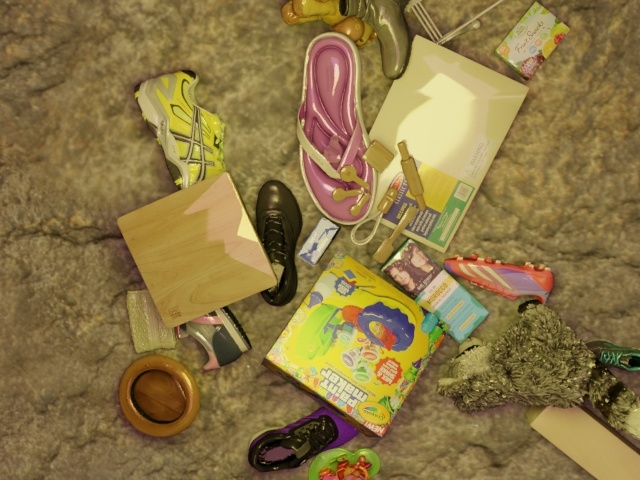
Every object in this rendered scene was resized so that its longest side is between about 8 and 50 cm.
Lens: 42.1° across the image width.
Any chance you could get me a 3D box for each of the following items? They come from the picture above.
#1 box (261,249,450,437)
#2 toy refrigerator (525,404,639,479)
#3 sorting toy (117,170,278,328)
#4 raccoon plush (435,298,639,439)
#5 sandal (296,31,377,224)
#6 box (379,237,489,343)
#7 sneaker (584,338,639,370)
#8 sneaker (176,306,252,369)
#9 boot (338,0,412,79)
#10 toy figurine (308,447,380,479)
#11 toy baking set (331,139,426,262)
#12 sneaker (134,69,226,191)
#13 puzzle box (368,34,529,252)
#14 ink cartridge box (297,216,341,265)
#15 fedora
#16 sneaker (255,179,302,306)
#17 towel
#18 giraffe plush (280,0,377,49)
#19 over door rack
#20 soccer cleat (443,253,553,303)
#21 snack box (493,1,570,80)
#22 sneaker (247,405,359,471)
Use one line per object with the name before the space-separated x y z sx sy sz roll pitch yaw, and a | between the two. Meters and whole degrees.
box | 0.070 0.226 1.788 0.290 0.177 0.279 34 76 1
toy refrigerator | 0.599 0.445 1.857 0.269 0.094 0.102 38 99 1
sorting toy | -0.251 0.016 1.751 0.257 0.089 0.255 -23 97 8
raccoon plush | 0.434 0.316 1.718 0.299 0.446 0.216 -41 117 2
sandal | 0.019 -0.233 1.781 0.169 0.102 0.416 -6 99 16
box | 0.256 0.111 1.872 0.244 0.060 0.100 42 93 0
sneaker | 0.662 0.259 1.855 0.166 0.076 0.065 6 91 2
sneaker | -0.293 0.148 1.866 0.131 0.112 0.319 -36 89 0
boot | 0.106 -0.466 1.749 0.161 0.083 0.246 1 89 -32
toy figurine | 0.055 0.536 1.843 0.173 0.159 0.130 -22 91 2
toy baking set | 0.132 -0.089 1.797 0.197 0.030 0.256 -28 111 -5
sneaker | -0.268 -0.202 1.839 0.147 0.145 0.384 -27 92 3
puzzle box | 0.241 -0.208 1.831 0.272 0.052 0.409 26 103 0
ink cartridge box | 0.000 0.000 1.803 0.046 0.207 0.097 34 93 1
fedora | -0.359 0.349 1.892 0.194 0.079 0.194 0 89 7
sneaker | -0.095 0.007 1.847 0.109 0.130 0.286 -4 91 4
towel | -0.389 0.182 1.913 0.110 0.027 0.148 -9 92 3
giraffe plush | 0.045 -0.493 1.828 0.210 0.181 0.170 -39 102 -31
over door rack | 0.311 -0.589 1.809 0.324 0.108 0.239 -33 91 23
soccer cleat | 0.396 0.087 1.859 0.248 0.083 0.095 7 97 -1
snack box | 0.471 -0.445 1.857 0.100 0.037 0.141 39 93 2
sneaker | -0.027 0.446 1.849 0.293 0.146 0.102 -24 91 3
